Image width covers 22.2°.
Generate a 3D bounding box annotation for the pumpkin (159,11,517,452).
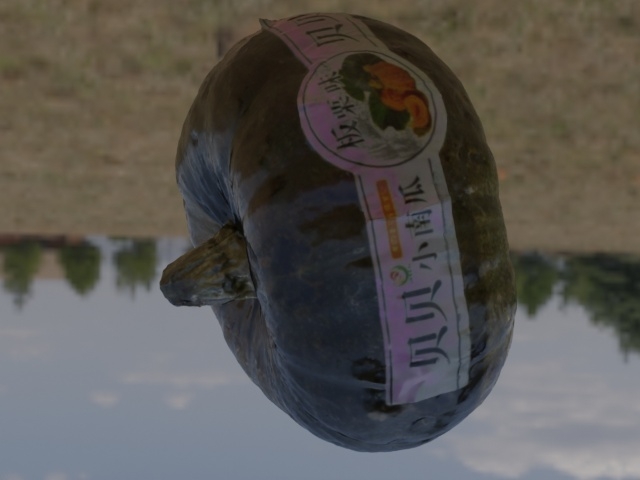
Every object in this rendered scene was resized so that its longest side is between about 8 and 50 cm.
[{"bbox_3d":[-0.003,0.000,0.962,0.189,0.260,0.260,-12,-178,-15],"label":"pumpkin"}]
